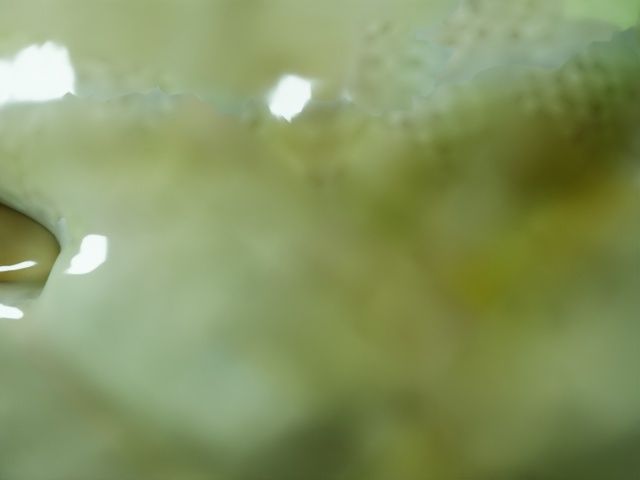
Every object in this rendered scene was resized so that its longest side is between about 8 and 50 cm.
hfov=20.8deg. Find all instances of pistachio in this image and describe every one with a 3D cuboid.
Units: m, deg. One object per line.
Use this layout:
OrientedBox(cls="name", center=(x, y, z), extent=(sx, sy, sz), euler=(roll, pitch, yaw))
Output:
OrientedBox(cls="pistachio", center=(-0.012, -0.035, 0.601), extent=(0.365, 0.281, 0.445), euler=(-2, 20, -32))
